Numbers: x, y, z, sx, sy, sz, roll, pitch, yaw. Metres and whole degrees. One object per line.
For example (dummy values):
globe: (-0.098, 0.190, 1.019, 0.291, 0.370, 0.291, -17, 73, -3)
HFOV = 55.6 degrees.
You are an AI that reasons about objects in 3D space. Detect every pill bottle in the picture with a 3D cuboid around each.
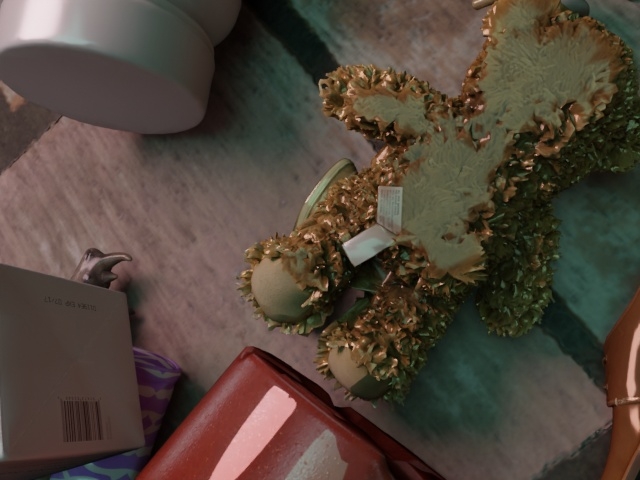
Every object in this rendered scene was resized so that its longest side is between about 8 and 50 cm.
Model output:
pill bottle: (-0.176, -0.321, 0.589, 0.223, 0.224, 0.393, 3, 79, 20)

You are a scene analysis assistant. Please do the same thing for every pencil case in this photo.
pencil case: (-0.200, 0.194, 0.548, 0.088, 0.086, 0.206, 22, 81, -7)

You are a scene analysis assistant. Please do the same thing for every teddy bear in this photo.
teddy bear: (0.089, -0.025, 0.478, 0.245, 0.113, 0.338, 27, 96, 12)

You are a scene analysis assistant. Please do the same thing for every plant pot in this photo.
plant pot: (-0.044, 0.235, 0.406, 0.272, 0.272, 0.265, 32, 82, 23)

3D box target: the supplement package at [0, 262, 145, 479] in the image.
supplement package: (-0.286, 0.130, 0.482, 0.244, 0.139, 0.134, -21, 68, 18)

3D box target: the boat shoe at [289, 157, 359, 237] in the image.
boat shoe: (-0.001, 0.000, 0.547, 0.048, 0.056, 0.153, 30, 90, 13)

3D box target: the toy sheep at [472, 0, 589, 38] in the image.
toy sheep: (0.179, -0.185, 0.510, 0.091, 0.091, 0.132, -11, 93, 16)

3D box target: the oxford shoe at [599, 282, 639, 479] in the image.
oxford shoe: (0.237, 0.109, 0.441, 0.076, 0.076, 0.212, 19, 86, 52)

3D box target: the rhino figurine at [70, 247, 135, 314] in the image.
rhino figurine: (-0.276, 0.095, 0.608, 0.243, 0.073, 0.106, -40, 64, 5)
